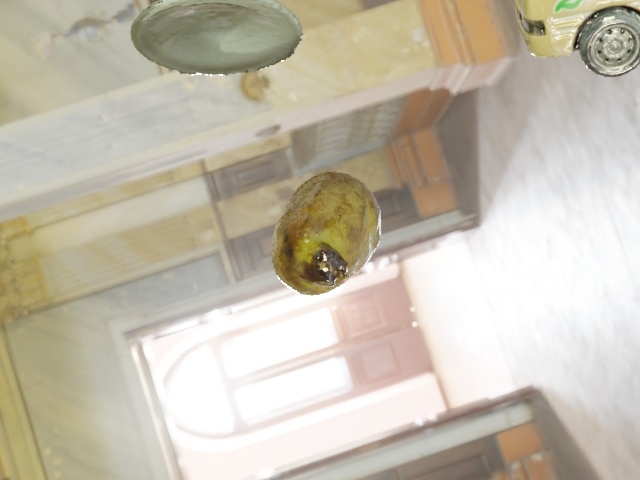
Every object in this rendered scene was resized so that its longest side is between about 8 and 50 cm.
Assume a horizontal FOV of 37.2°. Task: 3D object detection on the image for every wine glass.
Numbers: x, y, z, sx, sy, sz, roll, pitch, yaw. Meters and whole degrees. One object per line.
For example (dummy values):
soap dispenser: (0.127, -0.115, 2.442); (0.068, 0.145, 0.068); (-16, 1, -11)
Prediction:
wine glass: (-0.066, -0.227, 0.583); (0.103, 0.103, 0.231); (81, -173, -75)

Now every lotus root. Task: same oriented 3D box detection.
lotus root: (0.000, 0.000, 0.835); (0.191, 0.094, 0.108); (-48, -29, -72)

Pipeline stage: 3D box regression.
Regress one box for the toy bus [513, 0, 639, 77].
toy bus: (0.354, -0.289, 0.861); (0.177, 0.365, 0.202); (-82, -21, -59)
